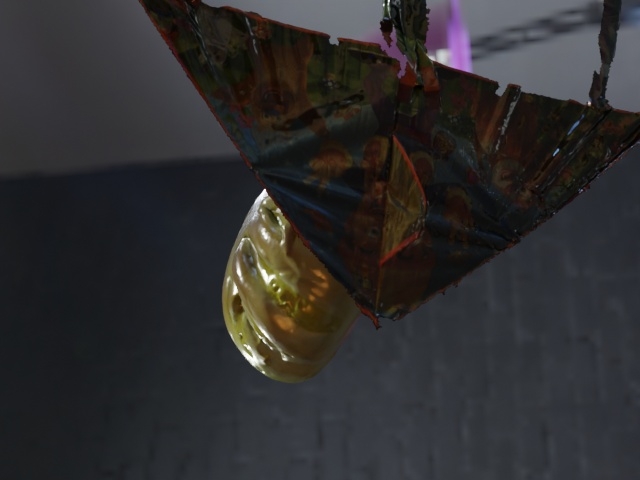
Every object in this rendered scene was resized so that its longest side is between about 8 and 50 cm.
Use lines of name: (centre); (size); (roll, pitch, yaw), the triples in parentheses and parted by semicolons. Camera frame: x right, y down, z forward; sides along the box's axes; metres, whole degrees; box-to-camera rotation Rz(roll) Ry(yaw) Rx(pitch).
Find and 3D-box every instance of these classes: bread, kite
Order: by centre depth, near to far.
kite: (0.025, -0.047, 0.603); (0.010, 0.183, 0.160); (132, 148, -60)
bread: (0.000, 0.000, 1.333); (0.213, 0.105, 0.213); (-56, -2, -3)
